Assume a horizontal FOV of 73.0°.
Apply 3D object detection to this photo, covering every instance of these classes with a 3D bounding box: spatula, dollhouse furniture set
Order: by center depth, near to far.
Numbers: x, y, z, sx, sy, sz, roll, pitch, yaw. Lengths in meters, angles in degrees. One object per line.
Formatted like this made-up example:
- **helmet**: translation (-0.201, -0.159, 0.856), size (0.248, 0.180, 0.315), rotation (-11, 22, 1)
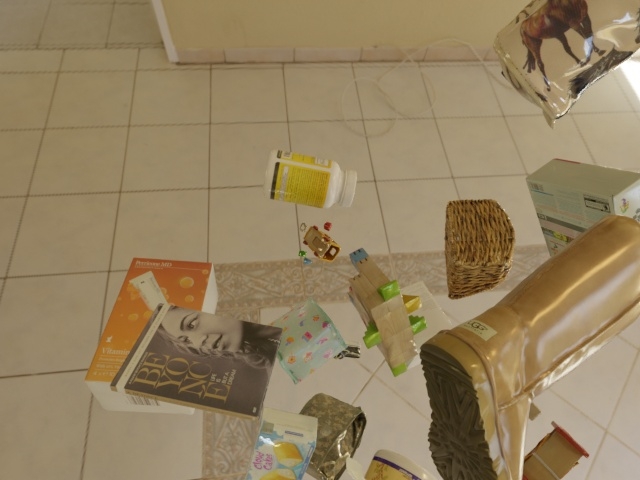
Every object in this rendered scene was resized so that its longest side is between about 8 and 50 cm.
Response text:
- **spatula**: translation (0.132, 0.722, 1.181), size (0.019, 0.242, 0.168), rotation (-29, 29, 22)
- **dollhouse furniture set**: translation (0.634, 0.599, 1.399), size (0.201, 0.152, 0.374), rotation (-47, 61, 5)

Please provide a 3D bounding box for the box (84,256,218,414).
- **box**: translation (-0.398, 0.231, 1.087), size (0.214, 0.168, 0.345), rotation (4, 48, -4)

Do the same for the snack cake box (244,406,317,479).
- **snack cake box**: translation (-0.113, 0.586, 1.190), size (0.152, 0.264, 0.089), rotation (13, 32, -5)

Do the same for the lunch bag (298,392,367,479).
- **lunch bag**: translation (0.021, 0.734, 1.643), size (0.235, 0.169, 0.287), rotation (5, 42, 45)

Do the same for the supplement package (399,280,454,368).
- **supplement package**: translation (0.383, 0.349, 1.781), size (0.199, 0.198, 0.263), rotation (-18, 57, -19)

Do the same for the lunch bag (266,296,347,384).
- **lunch bag**: translation (-0.067, 0.320, 1.481), size (0.223, 0.160, 0.262), rotation (-35, 29, -9)

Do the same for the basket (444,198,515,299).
- **basket**: translation (0.546, 0.031, 1.498), size (0.213, 0.223, 0.299), rotation (-1, 49, 12)

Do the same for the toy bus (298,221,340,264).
- **toy bus**: translation (0.003, 0.011, 1.981), size (0.104, 0.191, 0.202), rotation (21, 64, -44)

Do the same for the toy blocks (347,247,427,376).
- **toy blocks**: translation (0.172, 0.202, 1.341), size (0.190, 0.381, 0.261), rotation (-28, 38, -7)

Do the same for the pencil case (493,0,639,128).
- **pencil case**: translation (0.455, -0.349, 0.597), size (0.410, 0.183, 0.160), rotation (-36, 48, 26)

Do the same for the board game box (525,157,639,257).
- **board game box**: translation (0.626, -0.024, 0.993), size (0.097, 0.303, 0.224), rotation (-34, 27, -6)

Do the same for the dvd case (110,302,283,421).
- **dvd case**: translation (-0.184, 0.183, 0.681), size (0.221, 0.018, 0.165), rotation (11, 40, 3)

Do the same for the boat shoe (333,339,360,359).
- **boat shoe**: translation (0.076, 0.439, 1.735), size (0.219, 0.077, 0.070), rotation (12, 62, -32)

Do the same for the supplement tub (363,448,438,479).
- **supplement tub**: translation (0.217, 0.877, 1.374), size (0.241, 0.241, 0.331), rotation (28, 61, 11)

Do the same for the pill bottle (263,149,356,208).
- **pill bottle**: translation (-0.040, -0.224, 1.647), size (0.333, 0.188, 0.188), rotation (10, 62, -5)

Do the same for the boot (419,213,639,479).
- **boot**: translation (0.235, 0.129, 0.442), size (0.269, 0.236, 0.089), rotation (-25, 30, -24)
